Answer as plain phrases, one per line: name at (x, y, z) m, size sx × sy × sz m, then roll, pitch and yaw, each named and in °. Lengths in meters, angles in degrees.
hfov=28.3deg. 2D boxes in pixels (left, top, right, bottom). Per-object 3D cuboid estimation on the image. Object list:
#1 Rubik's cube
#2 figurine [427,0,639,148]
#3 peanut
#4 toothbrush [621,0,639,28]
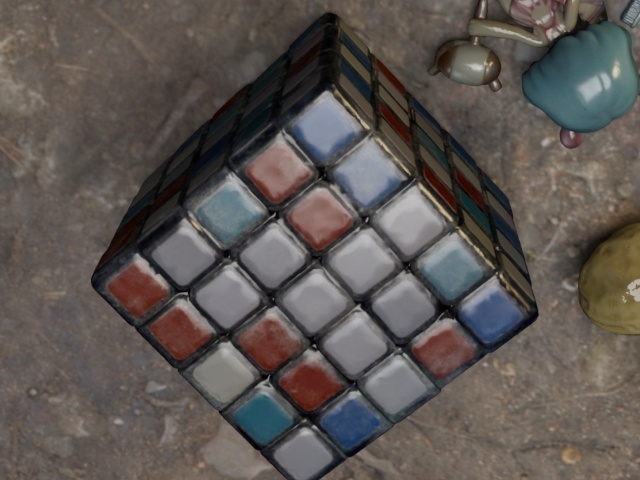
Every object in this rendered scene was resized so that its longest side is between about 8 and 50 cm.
Rubik's cube at (0.000, 0.000, 1.210) m, size 0.292 × 0.287 × 0.293 m, roll -38°, pitch 106°, yaw 15°
figurine at (0.195, -0.205, 1.220) m, size 0.205 × 0.103 × 0.260 m, roll -33°, pitch 98°, yaw 12°
peanut at (0.386, 0.025, 1.285) m, size 0.257 × 0.123 × 0.123 m, roll -14°, pitch 112°, yaw 23°
toothbrush at (0.347, -0.292, 1.225) m, size 0.019 × 0.013 × 0.193 m, roll 29°, pitch 111°, yaw 0°
